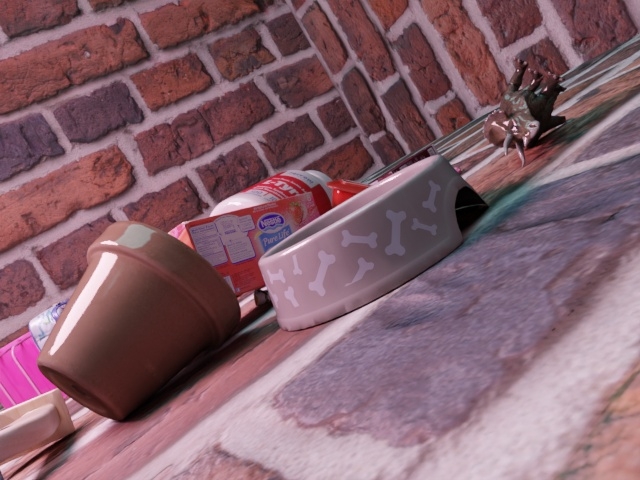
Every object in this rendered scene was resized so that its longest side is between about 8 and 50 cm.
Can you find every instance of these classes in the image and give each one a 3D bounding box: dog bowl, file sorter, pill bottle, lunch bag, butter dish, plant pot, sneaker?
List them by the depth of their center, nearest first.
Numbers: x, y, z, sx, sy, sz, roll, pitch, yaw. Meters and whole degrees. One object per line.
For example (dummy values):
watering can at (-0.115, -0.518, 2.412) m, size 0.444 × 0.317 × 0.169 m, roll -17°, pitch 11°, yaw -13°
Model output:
dog bowl at (0.064, -0.007, 0.791) m, size 0.349 × 0.102 × 0.349 m, roll -30°, pitch 6°, yaw 3°
plant pot at (-0.289, 0.139, 0.830) m, size 0.263 × 0.263 × 0.229 m, roll -24°, pitch 28°, yaw 50°
sneaker at (-0.111, 0.111, 1.066) m, size 0.037 × 0.032 × 0.083 m, roll -12°, pitch 4°, yaw -5°
butter dish at (0.084, -0.062, 1.162) m, size 0.160 × 0.118 × 0.160 m, roll 11°, pitch 10°, yaw -2°
lunch bag at (-0.564, 0.245, 1.258) m, size 0.090 × 0.219 × 0.176 m, roll -31°, pitch 5°, yaw -5°
file sorter at (-0.759, 0.358, 1.396) m, size 0.291 × 0.202 × 0.182 m, roll -30°, pitch 7°, yaw 4°
pill bottle at (-0.100, -0.057, 1.444) m, size 0.229 × 0.229 × 0.408 m, roll -28°, pitch 7°, yaw 31°

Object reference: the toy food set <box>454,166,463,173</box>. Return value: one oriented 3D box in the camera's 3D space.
toy food set at (0.285, -0.143, 1.244) m, size 0.078 × 0.019 × 0.122 m, roll -27°, pitch 7°, yaw 36°

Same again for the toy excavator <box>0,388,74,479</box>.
toy excavator at (-0.457, 0.285, 0.647) m, size 0.433 × 0.222 × 0.445 m, roll -27°, pitch -7°, yaw 40°

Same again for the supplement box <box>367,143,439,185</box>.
supplement box at (0.251, -0.196, 1.627) m, size 0.239 × 0.073 × 0.130 m, roll -34°, pitch 6°, yaw -39°

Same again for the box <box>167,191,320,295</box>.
box at (-0.140, 0.019, 1.052) m, size 0.300 × 0.154 × 0.142 m, roll -19°, pitch -1°, yaw -41°

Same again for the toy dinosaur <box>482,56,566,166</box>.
toy dinosaur at (0.377, -0.232, 1.005) m, size 0.160 × 0.121 × 0.313 m, roll -63°, pitch -20°, yaw 17°
